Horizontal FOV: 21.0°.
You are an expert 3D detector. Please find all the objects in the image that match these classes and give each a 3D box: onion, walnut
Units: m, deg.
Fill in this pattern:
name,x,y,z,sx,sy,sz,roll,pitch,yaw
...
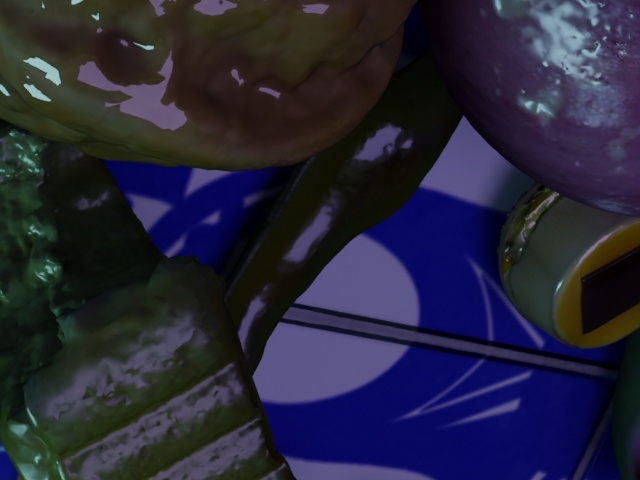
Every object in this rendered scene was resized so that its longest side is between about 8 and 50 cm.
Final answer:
name,x,y,z,sx,sy,sz,roll,pitch,yaw
onion,0.233,-0.184,0.917,0.344,0.358,0.358,3,121,12
walnut,-0.065,-0.141,0.837,0.257,0.257,0.224,7,144,-32

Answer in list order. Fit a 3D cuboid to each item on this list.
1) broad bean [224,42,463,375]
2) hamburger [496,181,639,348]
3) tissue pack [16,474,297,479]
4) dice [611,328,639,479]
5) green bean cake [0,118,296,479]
name,x,y,z,sx,sy,sz,roll,pitch,yaw
broad bean,-0.004,-0.004,1.050,0.075,0.067,0.325,34,99,-7
hamburger,0.177,0.003,1.141,0.126,0.081,0.141,-39,140,-3
tissue pack,-0.120,0.279,1.081,0.194,0.145,0.275,6,111,-34
dice,0.420,0.113,1.182,0.318,0.330,0.322,-2,115,-31
green bean cake,-0.118,0.067,0.907,0.124,0.236,0.233,-28,128,-13
